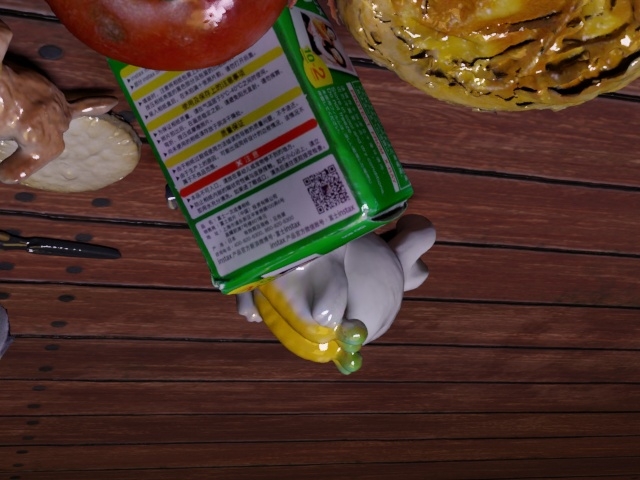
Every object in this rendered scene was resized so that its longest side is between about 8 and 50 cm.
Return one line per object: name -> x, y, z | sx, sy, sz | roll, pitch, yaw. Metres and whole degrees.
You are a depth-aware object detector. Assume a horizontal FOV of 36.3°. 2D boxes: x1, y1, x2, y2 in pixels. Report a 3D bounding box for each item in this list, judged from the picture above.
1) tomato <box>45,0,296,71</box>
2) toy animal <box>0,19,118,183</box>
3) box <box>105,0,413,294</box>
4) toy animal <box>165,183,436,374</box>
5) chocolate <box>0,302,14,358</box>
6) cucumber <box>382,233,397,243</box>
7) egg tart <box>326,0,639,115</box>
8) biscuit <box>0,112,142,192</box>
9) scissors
tomato -> -0.115, -0.212, 0.653 | 0.225, 0.085, 0.225 | 7, 126, 10
toy animal -> -0.271, -0.151, 0.836 | 0.184, 0.104, 0.185 | -29, 140, -23
box -> -0.054, -0.095, 0.803 | 0.180, 0.250, 0.103 | -24, -178, 27
toy animal -> -0.004, 0.005, 1.036 | 0.183, 0.247, 0.310 | -8, 141, 36
chocolate -> -0.480, 0.082, 1.137 | 0.221, 0.221, 0.147 | -9, 124, 2
cucumber -> 0.031, 0.040, 1.277 | 0.187, 0.058, 0.058 | -17, 151, 16
egg tart -> 0.151, -0.217, 0.778 | 0.297, 0.132, 0.297 | 6, 146, 4
biscuit -> -0.257, -0.090, 0.997 | 0.152, 0.020, 0.152 | -6, 152, -3
scissors -> -0.344, 0.006, 1.156 | 0.220, 0.017, 0.088 | 8, 147, -28
